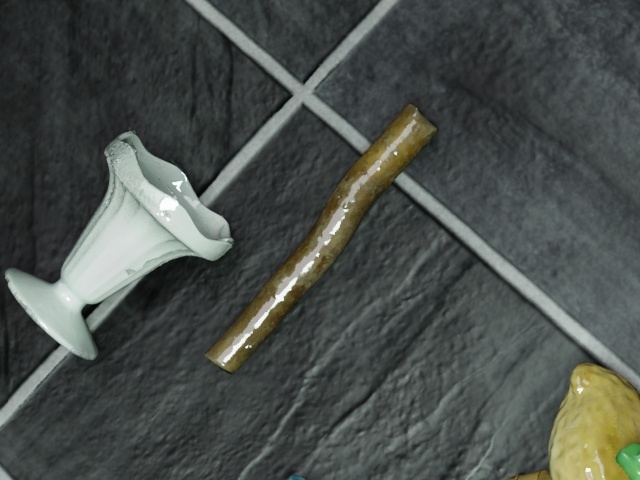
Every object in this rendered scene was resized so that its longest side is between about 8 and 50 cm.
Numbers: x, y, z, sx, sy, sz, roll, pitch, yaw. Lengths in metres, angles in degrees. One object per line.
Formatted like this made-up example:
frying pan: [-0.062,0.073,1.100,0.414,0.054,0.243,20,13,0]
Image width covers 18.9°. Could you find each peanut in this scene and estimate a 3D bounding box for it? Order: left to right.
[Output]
peanut: [0.265,0.236,1.740,0.101,0.117,0.263,-23,66,25]

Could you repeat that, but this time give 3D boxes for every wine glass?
wine glass: [-0.203,0.011,1.923,0.196,0.165,0.165,-47,68,7]

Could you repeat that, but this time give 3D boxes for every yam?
yam: [0.000,0.000,1.922,0.327,0.045,0.045,-50,38,-2]

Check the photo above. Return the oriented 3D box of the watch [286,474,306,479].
watch: [-0.008,0.318,1.749,0.211,0.193,0.211,-5,72,17]

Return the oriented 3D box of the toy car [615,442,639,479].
toy car: [0.447,0.237,1.611,0.358,0.176,0.213,47,131,22]

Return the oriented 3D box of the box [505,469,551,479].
box: [0.201,0.262,1.753,0.037,0.105,0.105,-17,70,21]
